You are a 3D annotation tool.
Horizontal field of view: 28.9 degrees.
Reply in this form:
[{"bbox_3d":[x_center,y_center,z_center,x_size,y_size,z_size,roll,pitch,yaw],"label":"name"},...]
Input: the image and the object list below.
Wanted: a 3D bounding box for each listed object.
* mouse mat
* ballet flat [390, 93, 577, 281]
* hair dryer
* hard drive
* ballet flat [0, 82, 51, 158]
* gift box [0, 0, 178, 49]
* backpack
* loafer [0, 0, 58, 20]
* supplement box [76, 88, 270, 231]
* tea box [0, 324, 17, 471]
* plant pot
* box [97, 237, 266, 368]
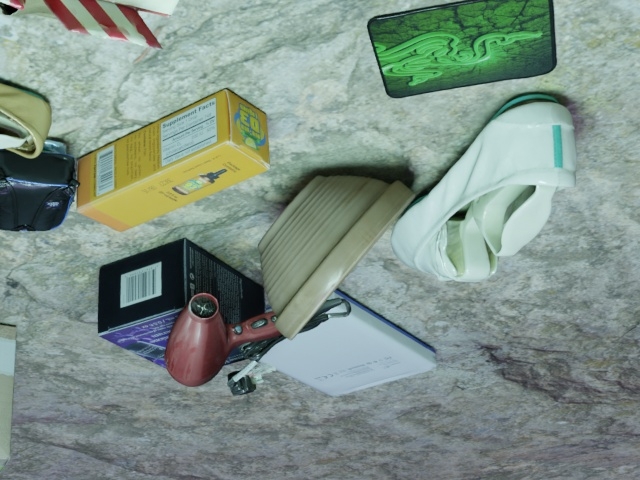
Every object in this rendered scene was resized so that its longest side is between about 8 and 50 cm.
[{"bbox_3d":[0.152,-0.204,1.306,0.190,0.007,0.152,-8,153,10],"label":"mouse mat"},{"bbox_3d":[0.192,-0.024,1.519,0.139,0.139,0.400,6,152,-18],"label":"ballet flat"},{"bbox_3d":[-0.104,0.113,1.632,0.223,0.080,0.293,-41,157,14],"label":"hair dryer"},{"bbox_3d":[0.018,0.168,1.975,0.210,0.040,0.319,-19,149,27],"label":"hard drive"},{"bbox_3d":[-0.385,-0.144,1.284,0.232,0.073,0.080,16,147,-32],"label":"ballet flat"},{"bbox_3d":[-0.159,-0.298,0.816,0.276,0.255,0.258,14,146,-19],"label":"gift box"},{"bbox_3d":[-0.335,-0.064,1.432,0.105,0.084,0.114,4,148,-16],"label":"backpack"},{"bbox_3d":[-0.273,-0.230,1.154,0.148,0.050,0.056,17,147,-33],"label":"loafer"},{"bbox_3d":[-0.170,-0.087,1.417,0.233,0.080,0.078,-19,150,30],"label":"supplement box"},{"bbox_3d":[-0.661,0.266,1.889,0.329,0.220,0.323,9,151,-24],"label":"tea box"},{"bbox_3d":[0.000,0.000,1.515,0.110,0.237,0.237,40,147,3],"label":"plant pot"},{"bbox_3d":[-0.190,0.099,1.743,0.153,0.108,0.207,-19,149,26],"label":"box"}]
